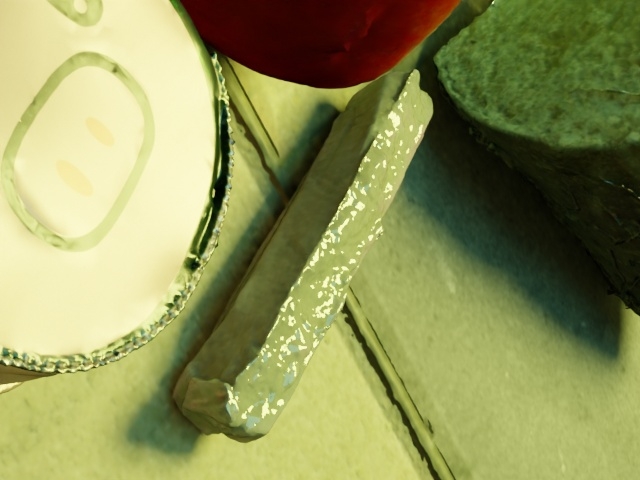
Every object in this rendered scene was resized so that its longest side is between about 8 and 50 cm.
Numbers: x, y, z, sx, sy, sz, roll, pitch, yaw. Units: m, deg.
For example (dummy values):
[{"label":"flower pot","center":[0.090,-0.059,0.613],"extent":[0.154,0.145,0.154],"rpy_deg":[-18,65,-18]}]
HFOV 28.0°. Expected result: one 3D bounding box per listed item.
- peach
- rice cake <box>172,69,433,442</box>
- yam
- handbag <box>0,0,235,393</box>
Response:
[{"label":"peach","center":[-0.012,-0.174,0.629],"extent":[0.197,0.197,0.197],"rpy_deg":[19,65,-45]},{"label":"rice cake","center":[0.000,-0.001,0.681],"extent":[0.049,0.055,0.270],"rpy_deg":[61,40,-32]},{"label":"yam","center":[0.239,-0.059,0.869],"extent":[0.202,0.201,0.271],"rpy_deg":[-44,138,-2]},{"label":"handbag","center":[-0.125,-0.033,0.497],"extent":[0.179,0.116,0.205],"rpy_deg":[46,49,-29]}]
